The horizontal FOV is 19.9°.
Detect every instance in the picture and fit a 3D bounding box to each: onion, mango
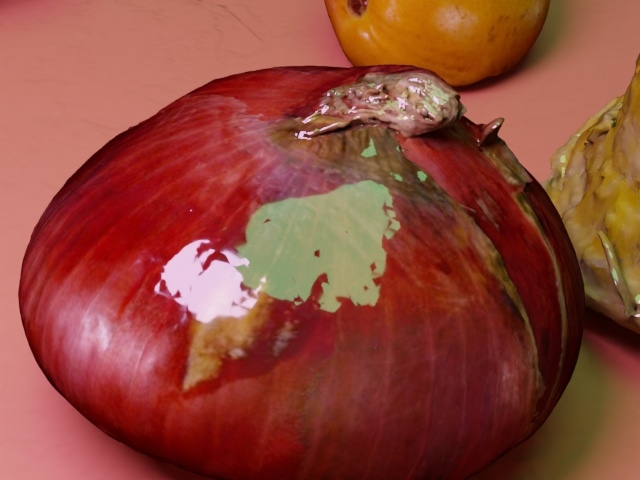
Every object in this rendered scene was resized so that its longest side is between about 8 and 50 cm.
[{"bbox_3d":[-0.005,0.008,0.772,0.248,0.161,0.248,-4,13,1],"label":"onion"},{"bbox_3d":[0.080,-0.178,1.108,0.141,0.102,0.217,21,37,11],"label":"mango"}]

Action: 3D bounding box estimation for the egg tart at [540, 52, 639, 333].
[{"bbox_3d":[0.240,-0.057,0.867,0.294,0.116,0.295,-14,31,9],"label":"egg tart"}]
